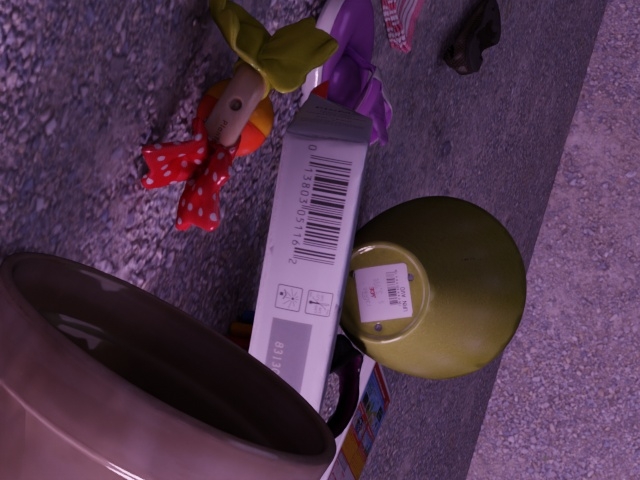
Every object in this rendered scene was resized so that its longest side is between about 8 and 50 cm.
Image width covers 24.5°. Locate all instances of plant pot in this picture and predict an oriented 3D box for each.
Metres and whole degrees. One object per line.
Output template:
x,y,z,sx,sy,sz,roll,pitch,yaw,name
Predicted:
0.126,0.067,2.064,0.293,0.275,0.274,4,102,-71,plant pot
-0.192,0.208,1.248,0.280,0.323,0.323,-58,164,8,plant pot

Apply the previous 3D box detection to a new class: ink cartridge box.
0.000,0.000,1.637,0.385,0.091,0.308,-63,163,-75,ink cartridge box

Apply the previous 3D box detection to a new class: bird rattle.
-0.084,-0.121,1.515,0.207,0.143,0.253,94,18,-85,bird rattle

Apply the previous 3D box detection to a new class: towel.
0.126,-0.372,2.069,0.197,0.029,0.144,70,39,-62,towel

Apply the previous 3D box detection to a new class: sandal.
-0.003,0.203,1.912,0.446,0.107,0.167,-73,171,-78,sandal
0.045,-0.143,1.903,0.169,0.102,0.416,-53,155,-49,sandal

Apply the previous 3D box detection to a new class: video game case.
0.048,0.353,2.490,0.204,0.025,0.285,71,39,-61,video game case

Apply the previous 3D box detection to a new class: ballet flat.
0.255,-0.340,2.465,0.250,0.058,0.084,-59,136,-54,ballet flat

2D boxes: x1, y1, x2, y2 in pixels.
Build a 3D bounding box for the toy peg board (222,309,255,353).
-0.098,0.165,1.828,0.160,0.079,0.161,-74,173,-62,toy peg board
